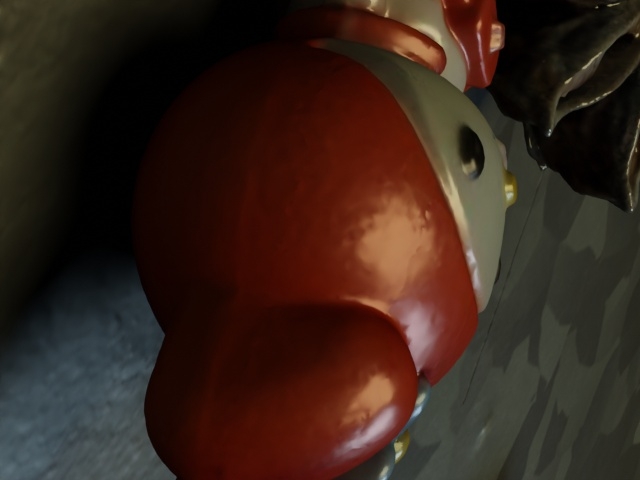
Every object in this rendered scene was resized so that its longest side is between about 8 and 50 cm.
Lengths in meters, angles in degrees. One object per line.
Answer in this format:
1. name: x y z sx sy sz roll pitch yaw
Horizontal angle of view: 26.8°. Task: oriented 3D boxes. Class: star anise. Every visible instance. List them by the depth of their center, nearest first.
1. star anise: 0.159 -0.136 0.725 0.236 0.109 0.223 -19 107 -41

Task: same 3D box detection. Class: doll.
1. doll: 0.000 0.000 0.479 0.161 0.130 0.290 74 29 -61
